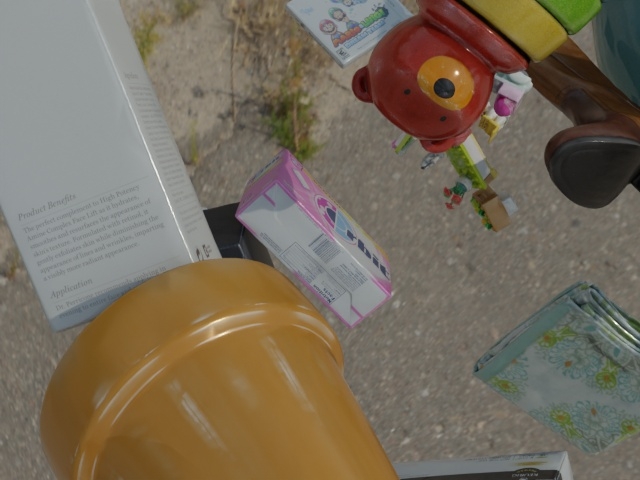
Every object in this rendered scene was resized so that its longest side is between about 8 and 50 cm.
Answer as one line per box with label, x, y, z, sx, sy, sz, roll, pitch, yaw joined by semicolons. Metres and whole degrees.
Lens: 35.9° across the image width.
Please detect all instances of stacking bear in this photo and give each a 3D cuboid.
stacking bear;0.151;-0.208;0.822;0.175;0.164;0.289;35;103;-19

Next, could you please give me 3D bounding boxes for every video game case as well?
video game case;0.048;-0.365;1.586;0.157;0.019;0.143;-37;76;-20

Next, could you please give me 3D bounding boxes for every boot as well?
boot;0.286;-0.170;1.149;0.264;0.096;0.280;-8;51;-36

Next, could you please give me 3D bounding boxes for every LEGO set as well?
LEGO set;0.153;-0.097;1.126;0.132;0.287;0.107;34;66;24

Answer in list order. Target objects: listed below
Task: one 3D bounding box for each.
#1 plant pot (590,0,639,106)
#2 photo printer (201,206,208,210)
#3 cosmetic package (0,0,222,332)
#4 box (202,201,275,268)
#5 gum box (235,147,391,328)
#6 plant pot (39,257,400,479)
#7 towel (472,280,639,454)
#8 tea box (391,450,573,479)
plant pot;0.490;-0.248;1.307;0.272;0.271;0.255;12;62;-8
photo printer;-0.271;0.098;1.888;0.256;0.107;0.307;-27;99;-35
cosmetic package;-0.166;-0.064;0.687;0.117;0.085;0.231;-19;94;8
box;-0.133;0.056;1.104;0.158;0.156;0.093;-12;34;11
gum box;0.000;0.000;1.072;0.062;0.107;0.188;-40;105;18
plant pot;-0.044;0.145;0.623;0.205;0.205;0.188;-27;46;-22
towel;0.526;0.268;1.963;0.320;0.374;0.090;38;49;-2
tea box;0.224;0.502;1.543;0.323;0.329;0.219;-30;107;-62
